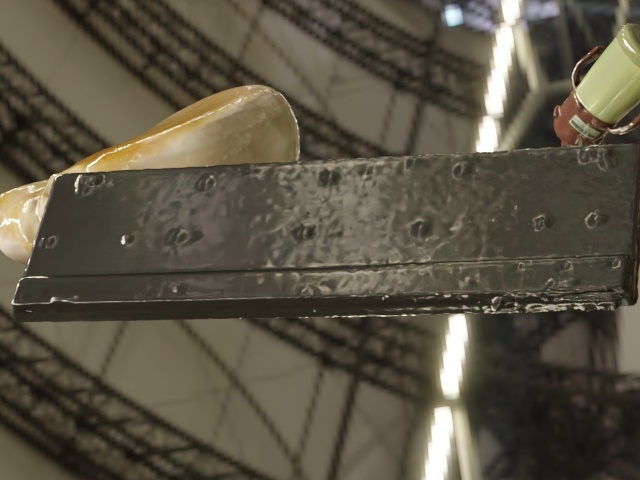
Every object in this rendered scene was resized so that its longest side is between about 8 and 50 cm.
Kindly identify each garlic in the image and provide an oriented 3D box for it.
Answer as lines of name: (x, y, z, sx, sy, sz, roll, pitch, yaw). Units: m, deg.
garlic: (-0.108, -0.042, 1.377, 0.228, 0.217, 0.110, -31, -84, -43)

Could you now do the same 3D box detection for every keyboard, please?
keyboard: (0.000, 0.000, 0.880, 0.018, 0.310, 0.101, 68, -154, -46)

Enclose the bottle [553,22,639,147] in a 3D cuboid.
bottle: (0.204, -0.106, 1.293, 0.047, 0.101, 0.063, 21, -143, -27)
